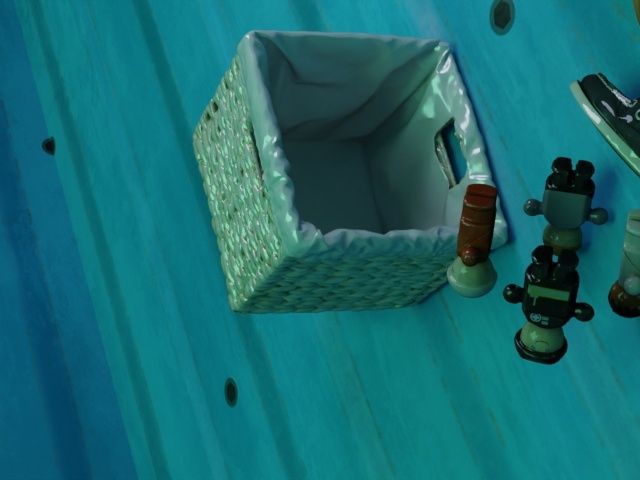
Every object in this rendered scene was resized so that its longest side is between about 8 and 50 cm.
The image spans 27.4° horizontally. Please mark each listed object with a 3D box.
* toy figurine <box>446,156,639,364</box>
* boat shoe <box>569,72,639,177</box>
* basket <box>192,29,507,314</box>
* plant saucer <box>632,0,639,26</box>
[{"bbox_3d":[0.271,0.022,1.511,0.213,0.209,0.148,43,143,43],"label":"toy figurine"},{"bbox_3d":[0.391,-0.096,1.404,0.113,0.127,0.340,-44,39,14],"label":"boat shoe"},{"bbox_3d":[0.025,-0.083,1.805,0.266,0.331,0.328,-47,51,52],"label":"basket"},{"bbox_3d":[0.401,-0.228,1.344,0.200,0.037,0.200,35,149,25],"label":"plant saucer"}]
